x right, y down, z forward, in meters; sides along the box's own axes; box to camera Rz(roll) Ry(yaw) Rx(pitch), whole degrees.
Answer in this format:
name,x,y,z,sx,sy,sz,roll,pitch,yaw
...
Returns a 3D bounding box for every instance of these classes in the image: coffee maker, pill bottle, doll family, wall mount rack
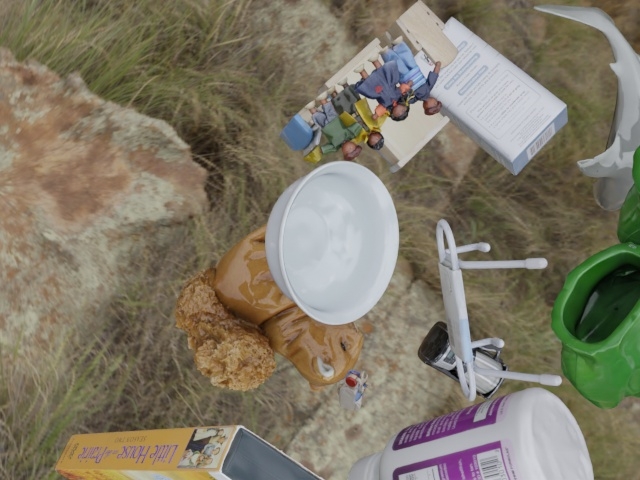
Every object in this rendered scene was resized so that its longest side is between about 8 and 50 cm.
name,x,y,z,sx,sy,sz,roll,pitch,yaw
coffee maker,0.321,0.281,1.904,0.178,0.171,0.120,33,68,-13
pill bottle,0.186,0.313,1.070,0.169,0.301,0.169,30,46,-38
doll family,0.077,-0.177,1.061,0.193,0.076,0.111,-36,97,11
wall mount rack,0.309,0.128,1.475,0.130,0.304,0.350,-11,98,-4

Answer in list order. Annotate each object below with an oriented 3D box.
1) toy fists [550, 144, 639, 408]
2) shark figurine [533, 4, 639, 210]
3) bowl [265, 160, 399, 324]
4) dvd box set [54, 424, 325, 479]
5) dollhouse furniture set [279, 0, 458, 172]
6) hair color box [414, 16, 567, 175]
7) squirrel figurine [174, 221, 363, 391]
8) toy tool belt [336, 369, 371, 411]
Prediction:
name,x,y,z,sx,sy,sz,roll,pitch,yaw
toy fists,0.300,0.020,0.731,0.142,0.096,0.279,45,71,-40
shark figurine,0.327,-0.133,0.920,0.116,0.166,0.278,-23,116,-12
bowl,0.000,0.000,1.506,0.298,0.134,0.298,-6,99,-41
dvd box set,-0.127,0.345,1.057,0.307,0.420,0.062,41,55,-27
dollhouse furniture set,0.109,-0.253,1.578,0.286,0.303,0.198,-44,96,-18
hair color box,0.398,-0.355,1.988,0.185,0.113,0.374,-46,68,3
squirrel figurine,-0.109,0.191,1.805,0.397,0.281,0.370,-31,83,-22
toy tool belt,0.054,0.231,1.305,0.051,0.052,0.083,-55,158,-44
